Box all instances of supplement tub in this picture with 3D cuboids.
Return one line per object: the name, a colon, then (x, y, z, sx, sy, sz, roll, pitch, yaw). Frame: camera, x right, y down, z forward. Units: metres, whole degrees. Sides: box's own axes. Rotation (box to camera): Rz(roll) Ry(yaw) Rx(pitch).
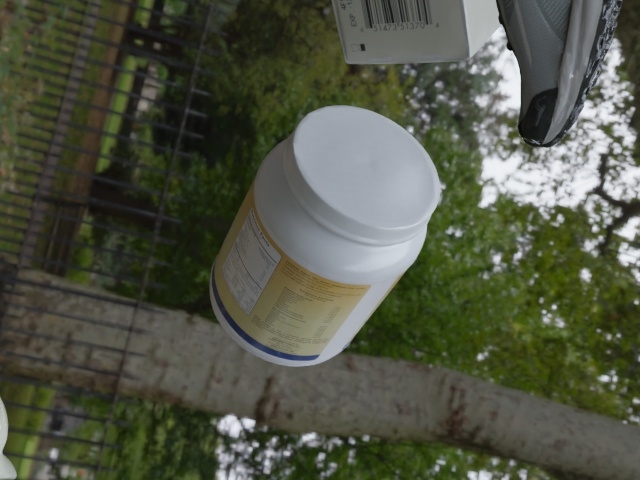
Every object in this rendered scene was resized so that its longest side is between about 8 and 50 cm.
supplement tub: (0.000, 0.000, 1.119, 0.316, 0.228, 0.228, 122, -23, -46)

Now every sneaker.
sneaker: (0.135, -0.184, 0.525, 0.100, 0.108, 0.272, -56, 147, -46)

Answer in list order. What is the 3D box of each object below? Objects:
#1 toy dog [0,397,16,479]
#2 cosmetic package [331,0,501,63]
toy dog: (-0.508, 0.078, 0.953, 0.395, 0.284, 0.408, 134, -50, -66)
cosmetic package: (0.142, -0.312, 0.963, 0.296, 0.153, 0.129, -49, 134, -48)
